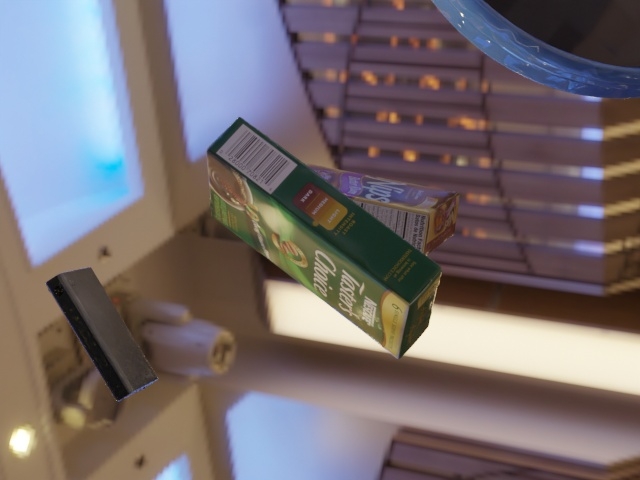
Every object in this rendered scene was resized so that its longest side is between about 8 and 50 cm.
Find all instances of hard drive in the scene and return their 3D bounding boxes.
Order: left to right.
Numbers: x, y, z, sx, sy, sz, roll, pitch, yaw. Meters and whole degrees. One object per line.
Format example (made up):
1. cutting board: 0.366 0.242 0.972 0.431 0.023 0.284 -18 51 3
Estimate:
1. hard drive: -0.215 0.091 1.421 0.135 0.022 0.094 59 -170 3

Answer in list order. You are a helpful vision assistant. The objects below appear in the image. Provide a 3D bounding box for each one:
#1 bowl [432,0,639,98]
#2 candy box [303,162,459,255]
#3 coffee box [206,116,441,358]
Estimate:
1. bowl: 0.251 -0.306 1.324 0.077 0.391 0.391 121 173 -63
2. candy box: 0.041 -0.035 1.508 0.109 0.186 0.053 -32 -48 -65
3. coffee box: 0.000 0.000 1.023 0.040 0.184 0.113 -48 -14 -20
